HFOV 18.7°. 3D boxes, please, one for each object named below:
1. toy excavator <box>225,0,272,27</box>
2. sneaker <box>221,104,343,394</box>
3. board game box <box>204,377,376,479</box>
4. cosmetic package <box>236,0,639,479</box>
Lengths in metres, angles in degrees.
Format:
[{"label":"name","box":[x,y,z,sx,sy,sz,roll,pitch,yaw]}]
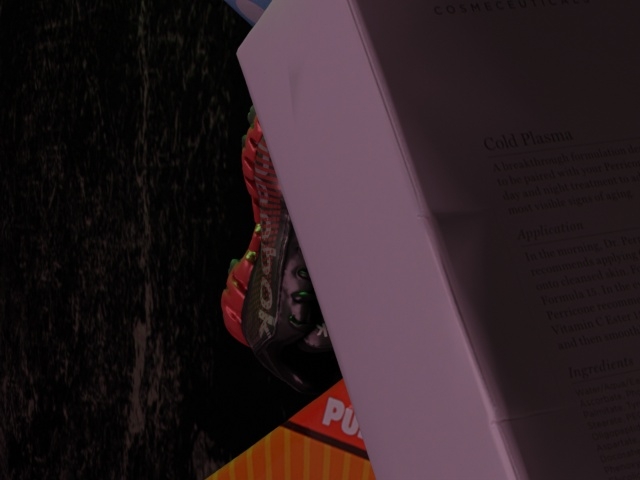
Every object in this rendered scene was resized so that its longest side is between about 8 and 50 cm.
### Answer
[{"label":"toy excavator","box":[0.092,-0.126,1.055,0.433,0.445,0.222,-57,22,-16]},{"label":"sneaker","box":[0.000,0.000,1.367,0.135,0.098,0.276,55,147,39]},{"label":"board game box","box":[0.085,0.299,0.886,0.356,0.356,0.356,-39,59,29]},{"label":"cosmetic package","box":[0.188,0.017,0.716,0.097,0.377,0.284,-44,58,57]}]
